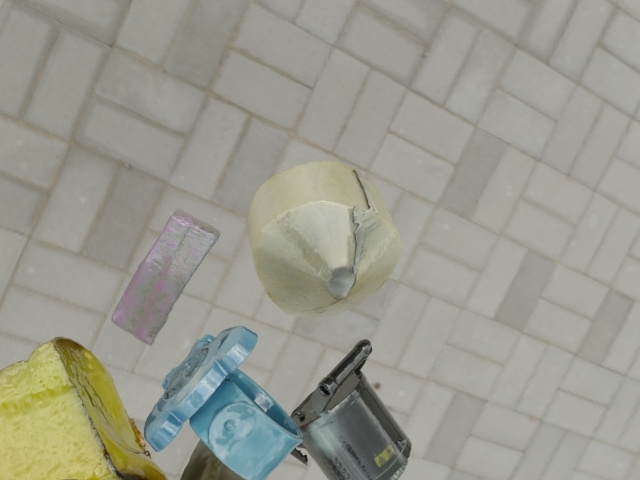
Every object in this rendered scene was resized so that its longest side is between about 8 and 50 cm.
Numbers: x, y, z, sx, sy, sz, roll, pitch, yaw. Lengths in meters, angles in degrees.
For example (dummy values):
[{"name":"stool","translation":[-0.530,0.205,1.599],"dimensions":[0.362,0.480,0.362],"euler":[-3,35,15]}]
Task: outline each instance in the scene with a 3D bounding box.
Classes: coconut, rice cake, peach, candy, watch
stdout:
[{"name":"coconut","translation":[0.000,0.000,1.648],"dimensions":[0.323,0.323,0.323],"euler":[-7,110,-19]},{"name":"rice cake","translation":[-0.311,0.073,1.636],"dimensions":[0.106,0.050,0.298],"euler":[33,112,-3]},{"name":"peach","translation":[-0.446,0.391,1.493],"dimensions":[0.242,0.306,0.380],"euler":[-36,79,-5]},{"name":"candy","translation":[-0.151,0.362,1.394],"dimensions":[0.102,0.234,0.104],"euler":[43,130,-18]},{"name":"watch","translation":[-0.123,0.244,1.180],"dimensions":[0.193,0.211,0.211],"euler":[43,89,-13]}]

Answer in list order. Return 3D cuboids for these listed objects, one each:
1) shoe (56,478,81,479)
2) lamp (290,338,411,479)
[{"name":"shoe","translation":[-0.206,0.293,0.702],"dimensions":[0.092,0.089,0.180],"euler":[16,84,-59]},{"name":"lamp","translation":[0.077,0.431,1.834],"dimensions":[0.272,0.374,0.205],"euler":[42,50,7]}]
